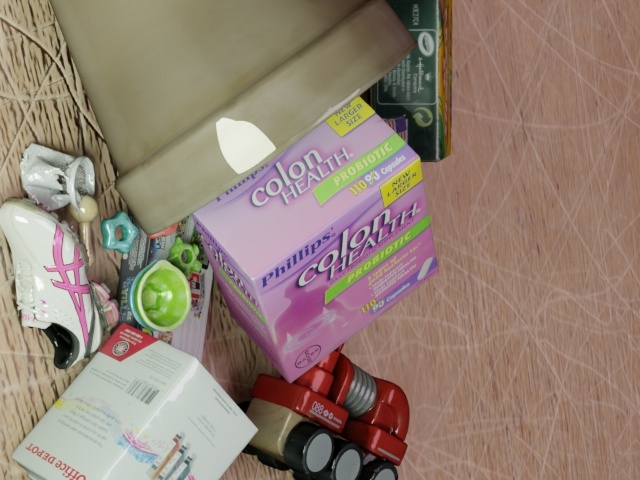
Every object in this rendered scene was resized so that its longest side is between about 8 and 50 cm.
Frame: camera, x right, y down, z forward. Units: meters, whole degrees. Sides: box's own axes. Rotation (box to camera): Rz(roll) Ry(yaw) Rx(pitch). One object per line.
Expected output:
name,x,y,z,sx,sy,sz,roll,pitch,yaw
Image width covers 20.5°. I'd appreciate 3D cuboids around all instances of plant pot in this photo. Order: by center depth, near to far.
plant pot,-0.115,-0.208,1.690,0.280,0.323,0.323,55,44,-5

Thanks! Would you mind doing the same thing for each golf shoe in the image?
golf shoe,-0.258,0.041,1.686,0.086,0.067,0.186,-54,132,-34

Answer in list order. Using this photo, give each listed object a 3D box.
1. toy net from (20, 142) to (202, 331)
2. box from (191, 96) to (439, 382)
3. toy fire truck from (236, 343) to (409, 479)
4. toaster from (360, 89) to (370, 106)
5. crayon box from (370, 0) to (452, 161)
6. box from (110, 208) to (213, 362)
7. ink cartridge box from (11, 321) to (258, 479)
toy net,-0.199,-0.019,1.746,0.232,0.045,0.122,52,58,-28
box,0.000,0.000,1.860,0.213,0.117,0.243,-36,151,-12
toy fire truck,0.012,0.154,2.030,0.217,0.158,0.246,35,74,-49
toaster,-0.030,-0.141,1.949,0.146,0.129,0.227,-11,103,-52
crayon box,0.111,-0.196,2.072,0.318,0.081,0.202,-38,128,-82
box,-0.163,0.063,1.847,0.114,0.036,0.207,18,77,-54
ink cartridge box,-0.180,0.197,1.716,0.176,0.128,0.127,-50,132,-17
